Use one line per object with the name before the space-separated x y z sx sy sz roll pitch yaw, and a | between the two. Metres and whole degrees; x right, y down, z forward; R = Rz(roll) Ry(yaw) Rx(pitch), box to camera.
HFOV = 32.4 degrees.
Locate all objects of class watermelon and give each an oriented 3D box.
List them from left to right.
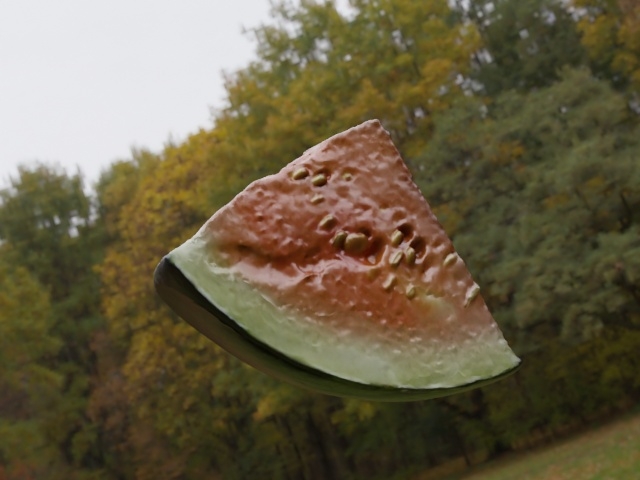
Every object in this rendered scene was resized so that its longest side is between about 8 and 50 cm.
watermelon | 0.000 0.000 0.393 0.125 0.094 0.135 12 11 -17
